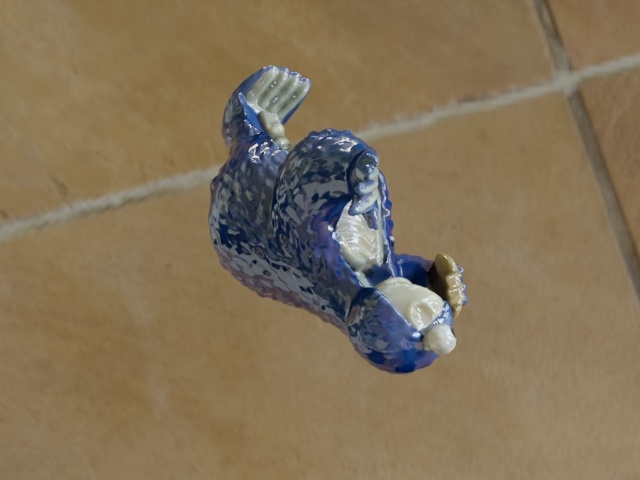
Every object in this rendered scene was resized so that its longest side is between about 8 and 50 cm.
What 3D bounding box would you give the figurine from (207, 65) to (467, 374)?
[{"bbox_3d":[0.001,0.002,0.966,0.121,0.164,0.262,-36,28,-2],"label":"figurine"}]
